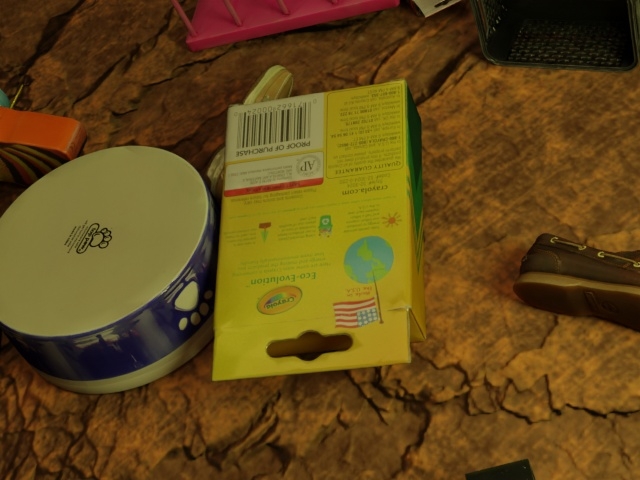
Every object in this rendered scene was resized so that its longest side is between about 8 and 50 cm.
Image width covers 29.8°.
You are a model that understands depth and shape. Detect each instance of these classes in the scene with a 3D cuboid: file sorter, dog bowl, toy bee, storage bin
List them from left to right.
[{"bbox_3d":[-0.434,-0.128,1.492,0.298,0.162,0.195,33,57,12],"label":"toy bee"},{"bbox_3d":[-0.223,0.027,1.285,0.265,0.104,0.265,-11,48,13],"label":"dog bowl"},{"bbox_3d":[-0.056,-0.397,1.511,0.291,0.182,0.202,-8,48,23],"label":"file sorter"},{"bbox_3d":[0.268,-0.262,1.331,0.180,0.122,0.084,7,54,26],"label":"storage bin"}]

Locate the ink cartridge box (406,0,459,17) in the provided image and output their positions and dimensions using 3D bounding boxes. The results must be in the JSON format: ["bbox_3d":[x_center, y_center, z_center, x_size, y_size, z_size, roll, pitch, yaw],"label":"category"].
[{"bbox_3d":[0.137,-0.309,1.487,0.063,0.029,0.115,-26,48,-1],"label":"ink cartridge box"}]

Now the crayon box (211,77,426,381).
[{"bbox_3d":[0.000,0.000,1.215,0.202,0.081,0.318,-6,60,15],"label":"crayon box"}]

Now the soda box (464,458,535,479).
[{"bbox_3d":[0.162,0.264,0.966,0.060,0.053,0.169,-15,48,8],"label":"soda box"}]

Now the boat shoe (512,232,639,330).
[{"bbox_3d":[0.280,0.037,1.102,0.207,0.073,0.073,15,61,31],"label":"boat shoe"}]

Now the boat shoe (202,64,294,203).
[{"bbox_3d":[-0.064,-0.116,1.383,0.072,0.068,0.190,18,69,18],"label":"boat shoe"}]
